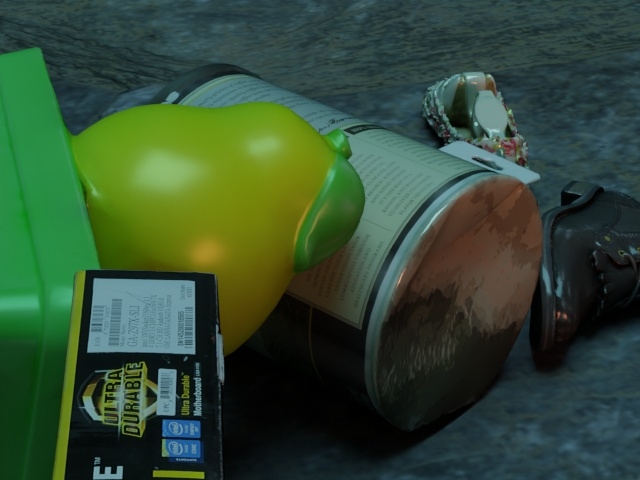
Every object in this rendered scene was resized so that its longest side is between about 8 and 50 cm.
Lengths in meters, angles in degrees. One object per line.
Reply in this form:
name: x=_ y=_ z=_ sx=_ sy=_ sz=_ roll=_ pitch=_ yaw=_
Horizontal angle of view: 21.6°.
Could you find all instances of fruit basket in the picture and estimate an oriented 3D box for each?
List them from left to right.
fruit basket: x=-0.163 y=0.032 z=1.120 sx=0.392 sy=0.283 sz=0.392 roll=11 pitch=28 yaw=-6

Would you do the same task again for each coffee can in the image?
coffee can: x=0.000 y=0.000 z=1.280 sx=0.275 sy=0.201 sz=0.201 roll=24 pitch=37 yaw=34

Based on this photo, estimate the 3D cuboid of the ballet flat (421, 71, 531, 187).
ballet flat: x=0.154 y=-0.116 z=1.612 sx=0.091 sy=0.077 sz=0.241 roll=-5 pitch=30 yaw=-10

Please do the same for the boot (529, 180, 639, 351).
boot: x=0.296 y=0.023 z=1.364 sx=0.229 sy=0.091 sz=0.263 roll=10 pitch=29 yaw=16

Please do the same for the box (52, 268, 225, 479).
box: x=-0.080 y=0.215 z=0.788 sx=0.079 sy=0.322 sz=0.257 roll=-1 pitch=31 yaw=-6

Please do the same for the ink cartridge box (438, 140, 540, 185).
ink cartridge box: x=0.096 y=-0.019 z=1.456 sx=0.180 sy=0.060 sz=0.104 roll=-25 pitch=39 yaw=-37
